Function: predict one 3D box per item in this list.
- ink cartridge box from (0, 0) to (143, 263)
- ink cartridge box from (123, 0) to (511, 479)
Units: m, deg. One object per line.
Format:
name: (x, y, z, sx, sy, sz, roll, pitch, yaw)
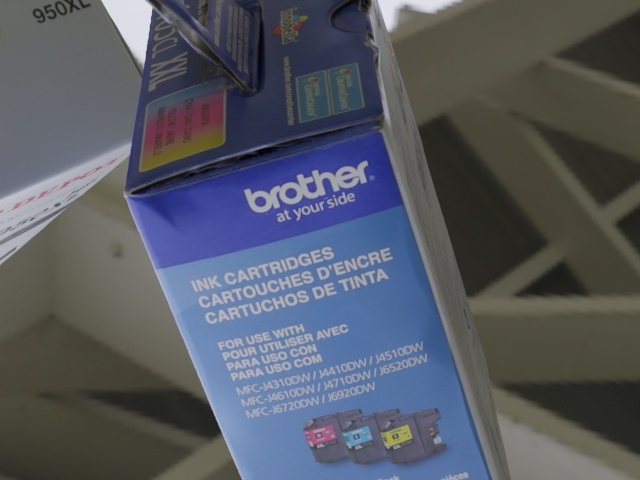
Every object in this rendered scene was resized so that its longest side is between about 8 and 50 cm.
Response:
ink cartridge box: (-0.345, -0.038, 1.233, 0.285, 0.395, 0.166, -29, -92, -40)
ink cartridge box: (0.000, 0.000, 0.962, 0.151, 0.395, 0.270, -14, -151, 6)
